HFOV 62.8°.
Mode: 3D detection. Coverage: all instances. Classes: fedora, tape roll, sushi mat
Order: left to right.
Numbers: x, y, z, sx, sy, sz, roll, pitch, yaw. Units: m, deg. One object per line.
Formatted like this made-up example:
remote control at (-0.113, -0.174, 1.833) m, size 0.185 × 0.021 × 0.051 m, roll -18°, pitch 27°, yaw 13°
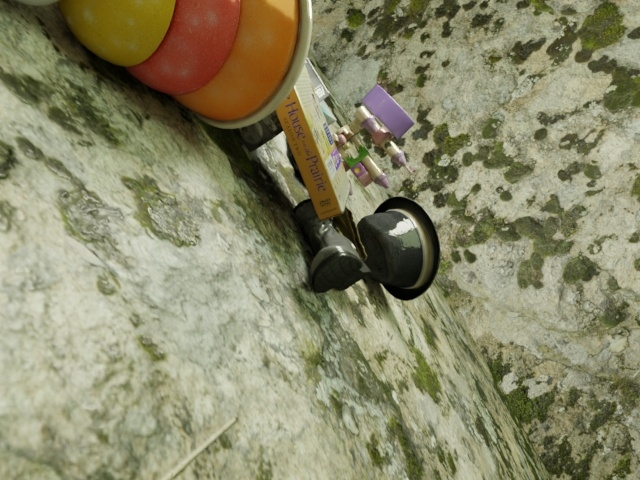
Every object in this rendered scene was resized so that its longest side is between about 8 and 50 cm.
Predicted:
sushi mat at (0.055, -0.069, 1.448) m, size 0.316 × 0.019 × 0.151 m, roll -121°, pitch -170°, yaw -64°
tape roll at (0.230, -0.440, 1.799) m, size 0.189 × 0.080 × 0.189 m, roll 43°, pitch 13°, yaw -13°
fedora at (0.207, 0.023, 1.609) m, size 0.152 × 0.334 × 0.334 m, roll -1°, pitch 55°, yaw -37°

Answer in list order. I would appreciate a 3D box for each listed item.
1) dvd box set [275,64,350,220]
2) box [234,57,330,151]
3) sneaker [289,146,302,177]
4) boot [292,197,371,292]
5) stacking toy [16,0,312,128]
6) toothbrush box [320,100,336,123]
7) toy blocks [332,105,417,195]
dvd box set at (-0.037, -0.278, 1.198) m, size 0.307 × 0.062 × 0.420 m, roll -73°, pitch 142°, yaw -71°
box at (-0.157, -0.441, 1.355) m, size 0.318 × 0.097 × 0.395 m, roll 57°, pitch 34°, yaw -14°
sneaker at (-0.055, -0.277, 1.600) m, size 0.090 × 0.081 × 0.232 m, roll 50°, pitch 17°, yaw -54°
boot at (0.000, 0.000, 1.209) m, size 0.223 × 0.118 × 0.338 m, roll 58°, pitch 4°, yaw 13°
stacking toy at (-0.270, -0.365, 0.808) m, size 0.480 × 0.350 × 0.351 m, roll -10°, pitch 68°, yaw -56°
toothbrush box at (-0.075, -0.510, 1.912) m, size 0.216 × 0.126 × 0.295 m, roll 57°, pitch 15°, yaw 3°
toy blocks at (0.139, -0.266, 1.797) m, size 0.260 × 0.288 × 0.309 m, roll 53°, pitch 12°, yaw 1°
